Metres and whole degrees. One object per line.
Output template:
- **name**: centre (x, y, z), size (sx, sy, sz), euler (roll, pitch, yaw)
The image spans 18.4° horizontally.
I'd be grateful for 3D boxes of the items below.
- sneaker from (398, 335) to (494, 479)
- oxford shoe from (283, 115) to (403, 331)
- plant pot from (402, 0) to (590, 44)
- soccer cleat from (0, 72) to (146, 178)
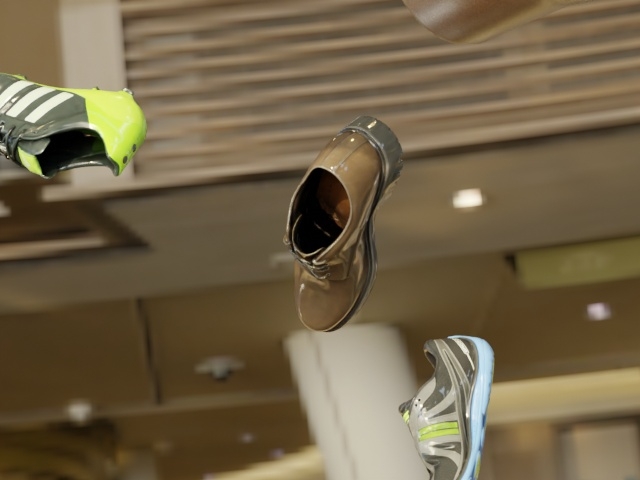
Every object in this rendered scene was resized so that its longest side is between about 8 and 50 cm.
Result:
- **sneaker**: centre (0.104, 0.170, 1.722), size (0.078, 0.188, 0.067), euler (8, -26, 6)
- **oxford shoe**: centre (0.000, 0.000, 1.711), size (0.096, 0.083, 0.227), euler (-37, -32, -40)
- **plant pot**: centre (0.149, -0.240, 1.551), size (0.167, 0.167, 0.165), euler (3, -18, -36)
- **soccer cleat**: centre (-0.215, -0.082, 1.439), size (0.179, 0.072, 0.060), euler (5, -43, 17)
